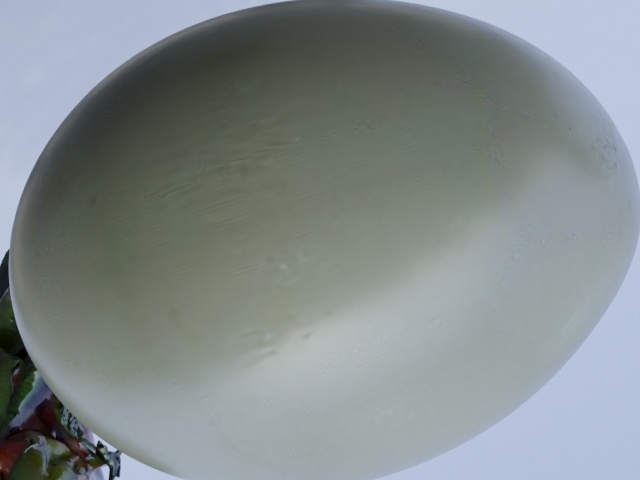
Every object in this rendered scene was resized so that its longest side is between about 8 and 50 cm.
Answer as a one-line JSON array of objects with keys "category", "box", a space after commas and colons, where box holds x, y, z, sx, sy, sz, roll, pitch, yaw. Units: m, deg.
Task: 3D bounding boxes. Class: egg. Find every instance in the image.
[{"category": "egg", "box": [0.000, 0.000, 0.624, 0.242, 0.186, 0.186, -16, -151, 7]}]

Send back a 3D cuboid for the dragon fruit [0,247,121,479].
[{"category": "dragon fruit", "box": [-0.171, 0.153, 0.841, 0.269, 0.198, 0.200, -62, -144, 21]}]
